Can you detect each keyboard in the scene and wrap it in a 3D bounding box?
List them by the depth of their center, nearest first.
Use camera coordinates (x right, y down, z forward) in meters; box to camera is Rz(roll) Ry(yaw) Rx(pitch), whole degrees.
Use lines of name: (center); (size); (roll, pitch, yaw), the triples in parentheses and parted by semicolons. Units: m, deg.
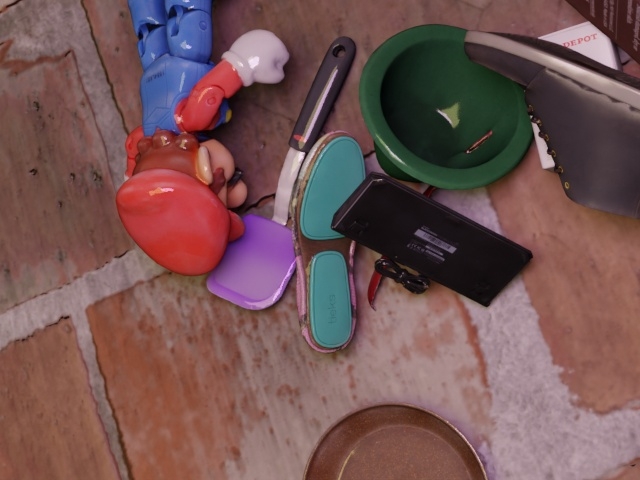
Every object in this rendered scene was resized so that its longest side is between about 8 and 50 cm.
keyboard: (0.098, 0.006, 1.281); (0.180, 0.023, 0.108); (27, 126, -17)

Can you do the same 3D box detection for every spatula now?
spatula: (-0.028, -0.070, 1.399); (0.084, 0.030, 0.296); (25, 97, 22)

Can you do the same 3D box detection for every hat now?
hat: (0.090, -0.085, 1.350); (0.173, 0.183, 0.208); (46, 62, 7)

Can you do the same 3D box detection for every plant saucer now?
plant saucer: (0.077, 0.256, 1.332); (0.199, 0.036, 0.198); (-1, 86, 23)

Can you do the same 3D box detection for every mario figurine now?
mario figurine: (-0.123, -0.119, 1.403); (0.170, 0.198, 0.320); (0, 76, -7)

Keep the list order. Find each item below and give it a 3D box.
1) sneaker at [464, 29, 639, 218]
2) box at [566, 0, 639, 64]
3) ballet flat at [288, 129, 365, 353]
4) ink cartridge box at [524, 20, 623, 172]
sneaker: (0.208, -0.107, 1.213); (0.222, 0.083, 0.118); (29, 112, 30)
box: (0.396, -0.177, 1.137); (0.191, 0.143, 0.381); (-44, 73, -3)
ballet flat: (0.000, 0.000, 1.353); (0.079, 0.077, 0.221); (-159, 68, -67)
ink cartridge box: (0.241, -0.134, 1.273); (0.088, 0.052, 0.122); (-14, 83, 22)
